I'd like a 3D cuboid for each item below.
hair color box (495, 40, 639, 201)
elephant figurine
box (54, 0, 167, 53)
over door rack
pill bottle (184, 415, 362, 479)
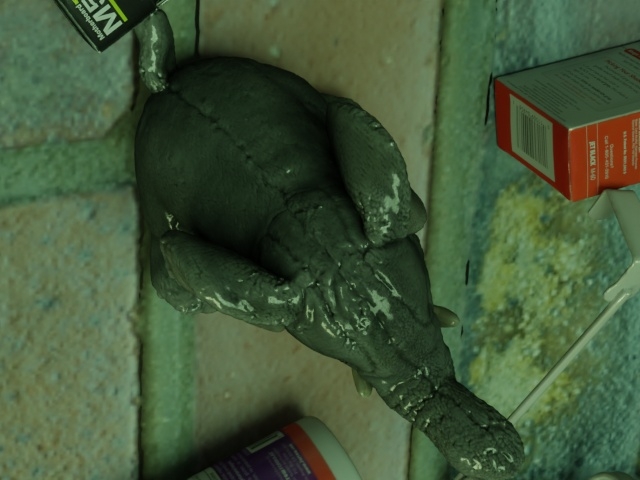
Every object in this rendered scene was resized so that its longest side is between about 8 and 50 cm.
[{"bbox_3d":[0.204,-0.082,1.019,0.167,0.093,0.053,-16,120,-17],"label":"hair color box"},{"bbox_3d":[0.000,0.000,0.873,0.186,0.239,0.169,6,111,-28],"label":"elephant figurine"},{"bbox_3d":[-0.099,-0.223,0.838,0.184,0.045,0.190,-38,125,-2],"label":"box"},{"bbox_3d":[0.234,0.119,1.075,0.240,0.108,0.324,1,131,-27],"label":"over door rack"},{"bbox_3d":[-0.063,0.199,1.017,0.193,0.108,0.108,-28,122,-11],"label":"pill bottle"}]
